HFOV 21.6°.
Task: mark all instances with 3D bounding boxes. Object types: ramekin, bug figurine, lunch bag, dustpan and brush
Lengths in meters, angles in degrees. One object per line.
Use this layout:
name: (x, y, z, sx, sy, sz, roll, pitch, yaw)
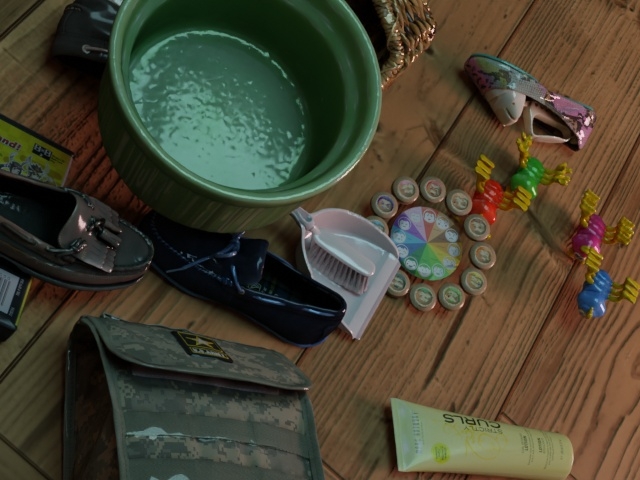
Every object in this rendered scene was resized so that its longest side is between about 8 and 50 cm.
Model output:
ramekin: (-0.099, -0.155, 1.835, 0.303, 0.148, 0.303, 7, 67, -18)
bug figurine: (0.309, -0.017, 2.246, 0.279, 0.072, 0.216, 40, 39, -4)
lunch bag: (-0.131, 0.201, 1.696, 0.235, 0.169, 0.287, 12, 48, -28)
dustpan and brush: (0.000, 0.000, 1.997, 0.211, 0.060, 0.147, 36, 52, -6)

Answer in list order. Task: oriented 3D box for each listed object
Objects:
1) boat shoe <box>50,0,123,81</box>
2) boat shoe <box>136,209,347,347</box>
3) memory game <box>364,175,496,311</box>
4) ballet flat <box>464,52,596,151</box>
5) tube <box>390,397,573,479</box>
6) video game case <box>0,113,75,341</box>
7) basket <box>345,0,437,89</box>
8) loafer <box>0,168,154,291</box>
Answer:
boat shoe: (-0.163, -0.169, 1.963, 0.335, 0.112, 0.095, 32, 66, -11)
boat shoe: (-0.083, 0.024, 1.900, 0.258, 0.089, 0.109, 26, 49, -23)
memory game: (0.136, 0.003, 2.103, 0.186, 0.012, 0.186, 7, 68, -18)
ballet flat: (0.293, -0.186, 2.353, 0.221, 0.077, 0.079, 24, 69, -24)
tube: (0.190, 0.246, 1.993, 0.240, 0.062, 0.070, 12, 15, -26)
video game case: (-0.409, -0.056, 1.737, 0.274, 0.035, 0.248, 28, 49, -20)
basket: (-0.028, -0.285, 2.057, 0.299, 0.213, 0.223, 49, 44, -1)
loafer: (-0.284, -0.018, 1.721, 0.267, 0.084, 0.096, 17, 53, -28)
